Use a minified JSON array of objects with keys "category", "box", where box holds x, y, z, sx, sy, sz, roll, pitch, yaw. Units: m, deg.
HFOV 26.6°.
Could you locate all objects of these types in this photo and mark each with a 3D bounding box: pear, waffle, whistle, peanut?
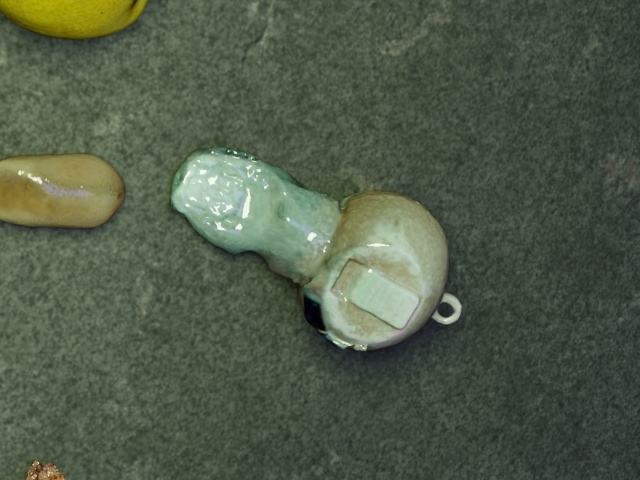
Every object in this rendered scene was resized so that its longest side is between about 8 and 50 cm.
[{"category":"pear","box":[-0.235,-0.288,1.224,0.208,0.209,0.209,-7,104,-29]},{"category":"waffle","box":[-0.279,0.269,1.397,0.029,0.075,0.083,-20,125,14]},{"category":"whistle","box":[0.000,0.000,1.470,0.347,0.189,0.189,28,86,-10]},{"category":"peanut","box":[-0.264,-0.049,1.333,0.152,0.076,0.076,0,101,-32]}]
